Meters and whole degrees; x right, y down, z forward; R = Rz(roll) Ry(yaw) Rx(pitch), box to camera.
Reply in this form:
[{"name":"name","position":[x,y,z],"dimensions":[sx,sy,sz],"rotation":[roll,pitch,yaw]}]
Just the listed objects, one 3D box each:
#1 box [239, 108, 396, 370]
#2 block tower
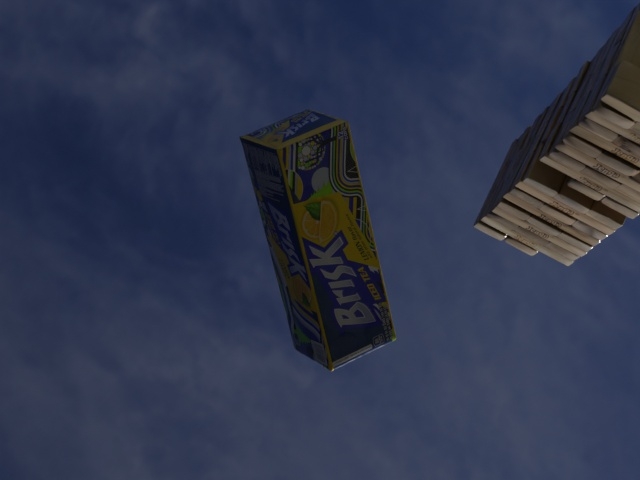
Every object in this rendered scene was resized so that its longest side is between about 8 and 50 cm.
[{"name":"box","position":[0.000,0.000,1.046],"dimensions":[0.059,0.054,0.169],"rotation":[-24,-64,-24]},{"name":"block tower","position":[0.218,-0.073,1.174],"dimensions":[0.091,0.335,0.097],"rotation":[26,-106,-3]}]
